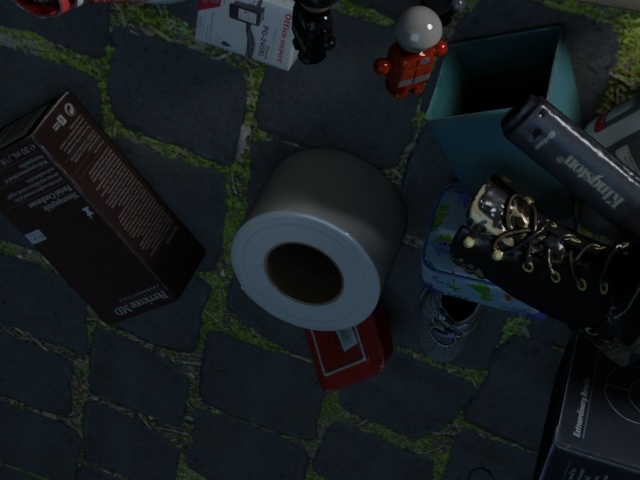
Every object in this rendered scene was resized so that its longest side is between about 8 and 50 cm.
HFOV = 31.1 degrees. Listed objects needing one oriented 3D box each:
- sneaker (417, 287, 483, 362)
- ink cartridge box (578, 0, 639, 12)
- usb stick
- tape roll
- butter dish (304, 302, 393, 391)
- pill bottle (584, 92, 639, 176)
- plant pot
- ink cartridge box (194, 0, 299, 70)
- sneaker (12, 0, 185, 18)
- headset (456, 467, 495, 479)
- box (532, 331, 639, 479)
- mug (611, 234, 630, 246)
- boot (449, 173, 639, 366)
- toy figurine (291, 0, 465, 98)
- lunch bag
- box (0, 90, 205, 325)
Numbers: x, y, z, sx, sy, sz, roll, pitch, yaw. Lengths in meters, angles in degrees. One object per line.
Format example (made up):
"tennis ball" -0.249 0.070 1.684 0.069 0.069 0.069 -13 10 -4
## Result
"sneaker" 0.207 0.109 1.858 0.105 0.115 0.281 17 134 8
"ink cartridge box" 0.376 -0.393 1.358 0.193 0.088 0.234 12 134 12
"usb stick" 0.347 -0.077 1.435 0.278 0.045 0.077 38 135 -9
"tape roll" 0.000 0.000 1.815 0.246 0.169 0.246 12 133 13
"butter dish" 0.065 0.164 1.978 0.160 0.118 0.160 -28 74 41
"pill bottle" 0.508 -0.145 1.459 0.176 0.176 0.318 44 132 -17
"plant pot" 0.274 -0.142 1.581 0.166 0.165 0.234 -6 134 28
"ink cartridge box" -0.095 -0.322 1.641 0.150 0.063 0.109 20 134 6
"sneaker" -0.315 -0.362 1.643 0.270 0.145 0.090 14 134 11
"headset" 0.430 0.498 2.062 0.394 0.185 0.243 12 134 -2
"box" 0.549 0.325 1.780 0.395 0.293 0.212 17 134 10
"mug" 0.486 0.059 1.694 0.129 0.097 0.157 -17 110 35
"boot" 0.313 0.021 1.443 0.284 0.138 0.377 31 170 12
"toy figurine" 0.077 -0.312 1.471 0.213 0.209 0.148 23 151 8
"lunch bag" 0.266 0.010 1.707 0.219 0.176 0.090 13 153 11
"box" -0.397 -0.046 1.969 0.191 0.143 0.381 -21 121 36
